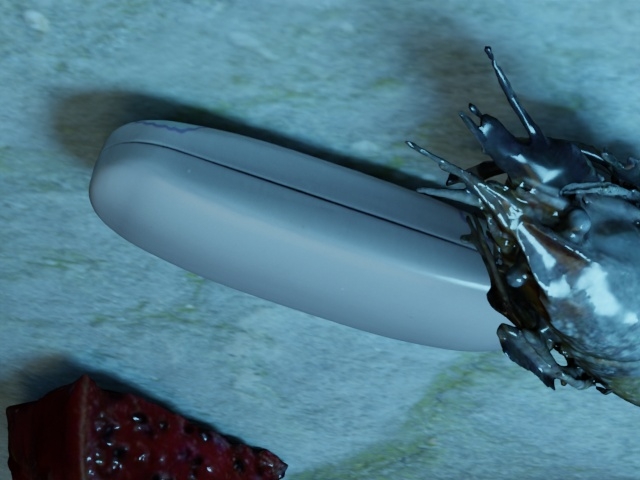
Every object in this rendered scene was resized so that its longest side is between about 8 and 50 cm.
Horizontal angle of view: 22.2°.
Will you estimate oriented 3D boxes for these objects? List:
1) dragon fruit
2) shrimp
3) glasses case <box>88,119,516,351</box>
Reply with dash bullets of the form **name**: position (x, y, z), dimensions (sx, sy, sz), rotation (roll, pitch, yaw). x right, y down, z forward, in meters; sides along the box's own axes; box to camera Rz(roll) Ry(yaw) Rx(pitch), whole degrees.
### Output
- **dragon fruit**: position (-0.165, 0.264, 1.532), dimensions (0.240, 0.302, 0.330), rotation (-9, 178, -22)
- **shrimp**: position (0.144, 0.001, 0.907), dimensions (0.116, 0.145, 0.343), rotation (-29, 140, 20)
- **glasses case**: position (0.000, 0.000, 1.029), dimensions (0.297, 0.075, 0.113), rotation (19, 153, -6)
